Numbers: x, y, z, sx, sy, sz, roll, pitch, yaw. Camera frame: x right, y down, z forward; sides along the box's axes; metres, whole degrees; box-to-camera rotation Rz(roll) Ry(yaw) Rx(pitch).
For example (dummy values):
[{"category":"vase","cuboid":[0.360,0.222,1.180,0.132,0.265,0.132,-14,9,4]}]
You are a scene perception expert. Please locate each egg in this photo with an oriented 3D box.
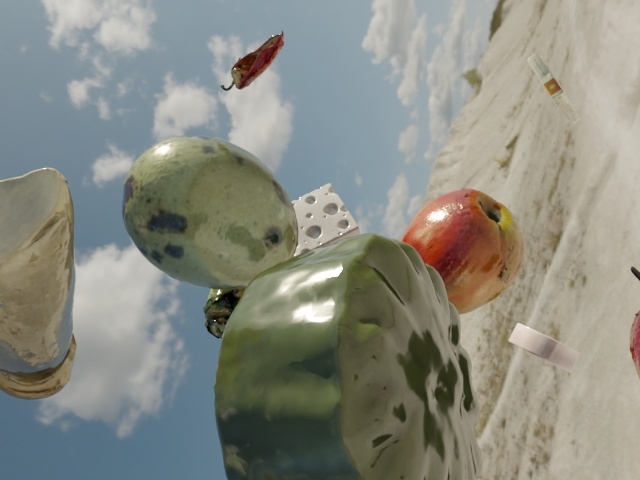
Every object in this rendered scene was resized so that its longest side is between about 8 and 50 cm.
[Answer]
[{"category":"egg","cuboid":[-0.251,-0.062,1.170,0.345,0.428,0.345,22,-90,-78]}]

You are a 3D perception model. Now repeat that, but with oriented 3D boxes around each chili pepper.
[{"category":"chili pepper","cuboid":[-0.153,-0.406,1.155,0.050,0.268,0.059,-6,-101,-43]}]

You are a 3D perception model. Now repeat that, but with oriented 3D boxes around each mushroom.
[{"category":"mushroom","cuboid":[-0.378,0.079,0.606,0.154,0.137,0.407,-30,-21,-39]}]

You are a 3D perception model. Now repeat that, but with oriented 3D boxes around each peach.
[{"category":"peach","cuboid":[0.361,0.042,1.343,0.290,0.373,0.372,7,-88,-29]}]

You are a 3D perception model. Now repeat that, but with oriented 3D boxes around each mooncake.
[{"category":"mooncake","cuboid":[0.061,0.173,0.582,0.356,0.194,0.356,29,-127,-48]}]

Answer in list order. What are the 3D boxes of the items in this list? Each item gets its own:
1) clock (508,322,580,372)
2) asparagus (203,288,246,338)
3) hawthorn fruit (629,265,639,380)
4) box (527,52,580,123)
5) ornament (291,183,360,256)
[{"category":"clock","cuboid":[0.691,0.330,1.548,0.068,0.197,0.197,-63,-21,0]},{"category":"asparagus","cuboid":[-0.232,0.100,1.378,0.382,0.128,0.108,-88,-15,-51]},{"category":"hawthorn fruit","cuboid":[0.657,0.175,0.841,0.284,0.285,0.369,73,175,-51]},{"category":"box","cuboid":[0.571,-0.362,1.217,0.220,0.032,0.122,9,-126,-54]},{"category":"ornament","cuboid":[0.000,0.000,1.719,0.239,0.239,0.239,59,174,39]}]
